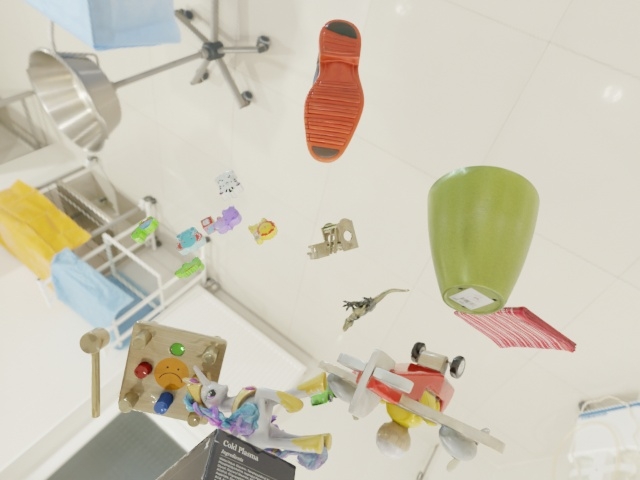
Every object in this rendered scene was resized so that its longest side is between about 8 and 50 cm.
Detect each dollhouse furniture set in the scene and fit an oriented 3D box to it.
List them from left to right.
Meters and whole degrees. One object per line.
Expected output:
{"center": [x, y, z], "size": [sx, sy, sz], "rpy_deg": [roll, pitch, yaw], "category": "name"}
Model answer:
{"center": [0.000, 0.000, 1.443], "size": [0.182, 0.161, 0.101], "rpy_deg": [-13, 92, 60], "category": "dollhouse furniture set"}

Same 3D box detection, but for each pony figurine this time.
{"center": [-0.161, 0.478, 1.126], "size": [0.364, 0.303, 0.350], "rpy_deg": [-1, 108, 13], "category": "pony figurine"}

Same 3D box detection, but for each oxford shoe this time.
{"center": [0.025, -0.245, 0.775], "size": [0.097, 0.271, 0.098], "rpy_deg": [11, 161, -2], "category": "oxford shoe"}

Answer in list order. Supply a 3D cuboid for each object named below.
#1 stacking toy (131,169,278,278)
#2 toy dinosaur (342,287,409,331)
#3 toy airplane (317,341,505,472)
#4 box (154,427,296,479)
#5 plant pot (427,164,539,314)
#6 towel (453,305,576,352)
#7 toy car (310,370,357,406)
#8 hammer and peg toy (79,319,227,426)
{"center": [-0.205, -0.015, 0.814], "size": [0.052, 0.221, 0.167], "rpy_deg": [60, 179, 36], "category": "stacking toy"}
{"center": [0.148, 0.208, 1.432], "size": [0.268, 0.118, 0.064], "rpy_deg": [-36, 58, 26], "category": "toy dinosaur"}
{"center": [0.186, 0.392, 1.061], "size": [0.385, 0.272, 0.386], "rpy_deg": [14, 179, -4], "category": "toy airplane"}
{"center": [-0.221, 0.553, 0.732], "size": [0.179, 0.312, 0.343], "rpy_deg": [35, 119, -19], "category": "box"}
{"center": [0.381, 0.020, 1.074], "size": [0.275, 0.293, 0.274], "rpy_deg": [12, 147, 8], "category": "plant pot"}
{"center": [0.520, 0.243, 1.211], "size": [0.199, 0.031, 0.275], "rpy_deg": [35, 160, -11], "category": "towel"}
{"center": [0.033, 0.431, 1.304], "size": [0.239, 0.225, 0.053], "rpy_deg": [-21, 79, 20], "category": "toy car"}
{"center": [-0.456, 0.354, 1.207], "size": [0.361, 0.127, 0.265], "rpy_deg": [13, 99, -4], "category": "hammer and peg toy"}
